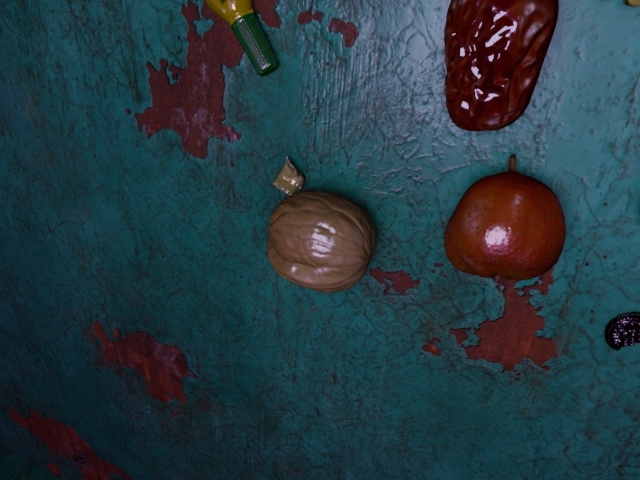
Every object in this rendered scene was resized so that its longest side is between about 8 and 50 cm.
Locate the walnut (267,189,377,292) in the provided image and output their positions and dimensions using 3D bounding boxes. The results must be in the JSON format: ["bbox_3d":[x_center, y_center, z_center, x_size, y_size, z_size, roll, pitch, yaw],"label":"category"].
[{"bbox_3d":[0.000,0.000,0.837,0.227,0.228,0.228,9,117,18],"label":"walnut"}]

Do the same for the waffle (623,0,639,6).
[{"bbox_3d":[0.469,-0.409,0.537,0.160,0.055,0.211,45,121,-3],"label":"waffle"}]

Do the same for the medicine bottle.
[{"bbox_3d":[-0.160,-0.437,0.767,0.095,0.064,0.261,-23,104,23],"label":"medicine bottle"}]

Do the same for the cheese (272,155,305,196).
[{"bbox_3d":[-0.062,-0.142,0.887,0.060,0.041,0.084,36,138,10],"label":"cheese"}]

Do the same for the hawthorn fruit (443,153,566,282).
[{"bbox_3d":[0.324,-0.039,0.720,0.196,0.196,0.226,9,92,18],"label":"hawthorn fruit"}]

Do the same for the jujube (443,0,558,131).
[{"bbox_3d":[0.265,-0.282,0.629,0.155,0.155,0.230,7,123,19],"label":"jujube"}]

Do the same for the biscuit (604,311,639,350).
[{"bbox_3d":[0.595,0.177,0.788,0.087,0.027,0.089,9,117,19],"label":"biscuit"}]
